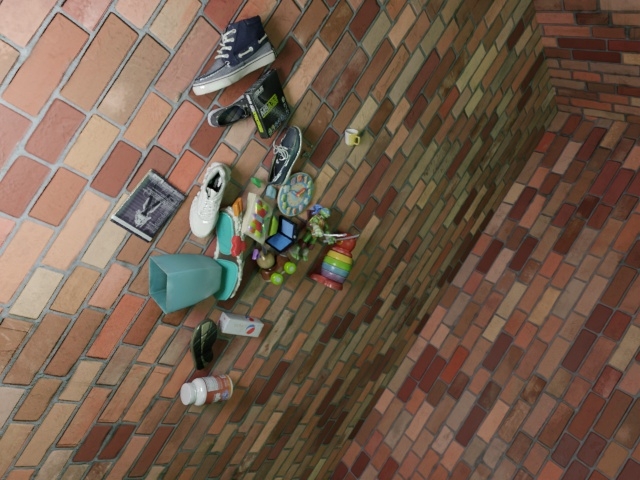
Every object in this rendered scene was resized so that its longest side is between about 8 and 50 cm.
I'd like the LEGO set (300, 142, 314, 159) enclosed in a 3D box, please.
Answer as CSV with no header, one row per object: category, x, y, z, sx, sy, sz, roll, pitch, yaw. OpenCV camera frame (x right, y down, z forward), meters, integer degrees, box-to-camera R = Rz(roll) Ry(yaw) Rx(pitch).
LEGO set,-0.055,-0.386,1.786,0.054,0.023,0.083,22,97,-47

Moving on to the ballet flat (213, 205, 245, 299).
ballet flat,-0.359,0.053,1.681,0.146,0.147,0.410,-8,118,-40

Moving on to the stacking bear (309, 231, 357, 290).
stacking bear,0.094,0.096,2.107,0.164,0.175,0.289,23,89,-45

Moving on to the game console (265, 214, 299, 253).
game console,-0.171,-0.029,1.790,0.085,0.144,0.124,-12,121,-39

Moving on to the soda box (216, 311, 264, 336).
soda box,-0.370,0.392,1.899,0.216,0.069,0.074,23,96,-48

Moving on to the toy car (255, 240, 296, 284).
toy car,-0.225,0.077,1.810,0.149,0.155,0.189,-40,122,-19

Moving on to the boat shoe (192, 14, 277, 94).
boat shoe,-0.308,-0.623,1.362,0.340,0.127,0.158,-42,129,-28

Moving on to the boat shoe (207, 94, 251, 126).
boat shoe,-0.296,-0.468,1.477,0.228,0.076,0.080,-31,131,-28

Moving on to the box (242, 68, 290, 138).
box,-0.194,-0.508,1.523,0.191,0.045,0.184,-60,147,-37

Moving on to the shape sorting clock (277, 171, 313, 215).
shape sorting clock,-0.107,-0.204,1.818,0.206,0.040,0.207,-26,129,-37

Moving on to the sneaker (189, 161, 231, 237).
sneaker,-0.412,-0.145,1.505,0.109,0.118,0.293,16,100,-18

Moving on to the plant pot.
plant pot,-0.509,0.144,1.566,0.234,0.165,0.166,-12,120,-41

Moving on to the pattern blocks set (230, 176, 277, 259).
pattern blocks set,-0.255,-0.086,1.649,0.285,0.026,0.326,15,79,-61

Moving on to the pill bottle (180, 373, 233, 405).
pill bottle,-0.525,0.693,1.887,0.216,0.121,0.121,8,107,-45

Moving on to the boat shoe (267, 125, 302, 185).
boat shoe,-0.153,-0.347,1.671,0.079,0.095,0.255,-4,124,-54

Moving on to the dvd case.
dvd case,-0.601,-0.118,1.435,0.221,0.018,0.164,-53,138,-7

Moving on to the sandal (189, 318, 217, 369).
sandal,-0.527,0.452,1.784,0.120,0.086,0.303,-21,140,-41

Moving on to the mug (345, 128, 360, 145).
mug,0.143,-0.471,1.889,0.062,0.078,0.064,-3,127,-13

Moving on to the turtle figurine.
turtle figurine,0.000,0.000,1.902,0.274,0.198,0.266,40,104,-7
